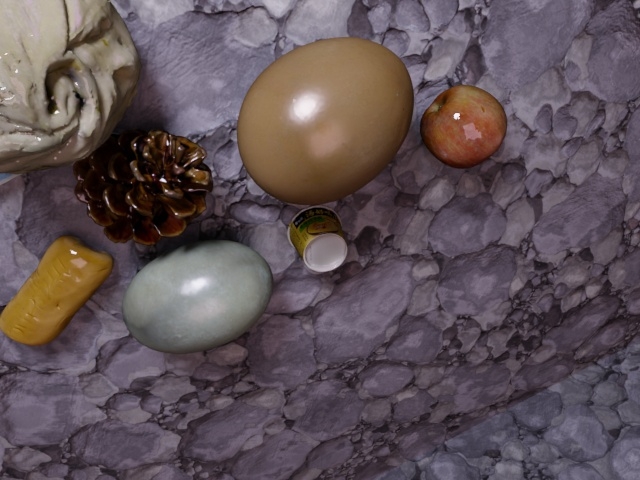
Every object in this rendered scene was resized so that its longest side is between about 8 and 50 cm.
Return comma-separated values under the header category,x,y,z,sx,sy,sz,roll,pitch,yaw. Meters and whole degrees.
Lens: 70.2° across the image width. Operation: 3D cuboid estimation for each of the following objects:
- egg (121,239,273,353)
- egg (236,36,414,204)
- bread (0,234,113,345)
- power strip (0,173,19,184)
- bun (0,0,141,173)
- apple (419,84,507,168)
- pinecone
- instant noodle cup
category,x,y,z,sx,sy,sz,roll,pitch,yaw
egg,-0.284,0.131,1.072,0.353,0.258,0.258,-19,125,1
egg,0.011,-0.237,0.915,0.374,0.301,0.301,-35,126,-9
bread,-0.616,0.127,1.059,0.142,0.091,0.305,35,104,-27
power strip,-0.629,-0.163,0.902,0.192,0.035,0.081,-28,126,-2
bun,-0.437,-0.264,0.693,0.362,0.235,0.325,-40,140,-39
apple,0.334,-0.269,1.077,0.174,0.188,0.188,34,106,-22
pinecone,-0.336,-0.108,0.903,0.244,0.309,0.243,0,90,-45
instant noodle cup,0.000,0.000,1.169,0.152,0.122,0.151,-8,121,-14
